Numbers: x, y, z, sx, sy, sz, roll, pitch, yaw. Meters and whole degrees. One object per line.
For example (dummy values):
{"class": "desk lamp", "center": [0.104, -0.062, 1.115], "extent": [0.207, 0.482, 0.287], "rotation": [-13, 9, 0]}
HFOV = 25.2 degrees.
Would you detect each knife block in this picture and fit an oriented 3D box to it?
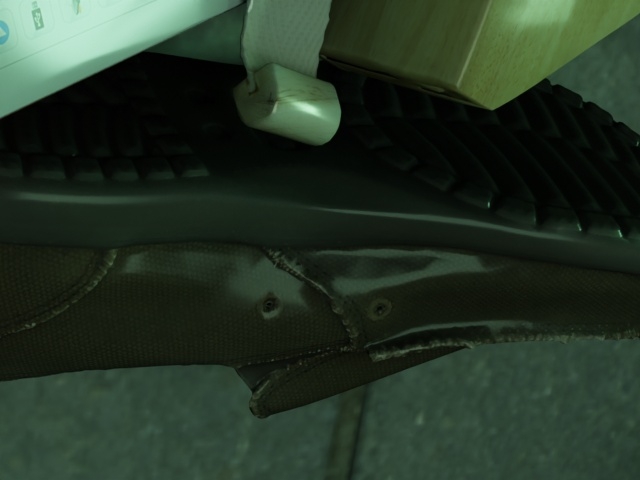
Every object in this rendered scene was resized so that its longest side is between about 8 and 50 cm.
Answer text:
{"class": "knife block", "center": [0.098, -0.214, 0.556], "extent": [0.276, 0.088, 0.242], "rotation": [-35, 126, -30]}

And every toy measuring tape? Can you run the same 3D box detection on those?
{"class": "toy measuring tape", "center": [0.048, -0.192, 0.480], "extent": [0.121, 0.121, 0.330], "rotation": [11, 90, -31]}

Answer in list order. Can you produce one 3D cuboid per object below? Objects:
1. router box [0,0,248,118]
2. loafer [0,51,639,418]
{"class": "router box", "center": [-0.147, -0.194, 0.393], "extent": [0.301, 0.082, 0.335], "rotation": [-34, 124, -44]}
{"class": "loafer", "center": [0.000, 0.000, 0.602], "extent": [0.366, 0.134, 0.130], "rotation": [5, 126, -20]}
